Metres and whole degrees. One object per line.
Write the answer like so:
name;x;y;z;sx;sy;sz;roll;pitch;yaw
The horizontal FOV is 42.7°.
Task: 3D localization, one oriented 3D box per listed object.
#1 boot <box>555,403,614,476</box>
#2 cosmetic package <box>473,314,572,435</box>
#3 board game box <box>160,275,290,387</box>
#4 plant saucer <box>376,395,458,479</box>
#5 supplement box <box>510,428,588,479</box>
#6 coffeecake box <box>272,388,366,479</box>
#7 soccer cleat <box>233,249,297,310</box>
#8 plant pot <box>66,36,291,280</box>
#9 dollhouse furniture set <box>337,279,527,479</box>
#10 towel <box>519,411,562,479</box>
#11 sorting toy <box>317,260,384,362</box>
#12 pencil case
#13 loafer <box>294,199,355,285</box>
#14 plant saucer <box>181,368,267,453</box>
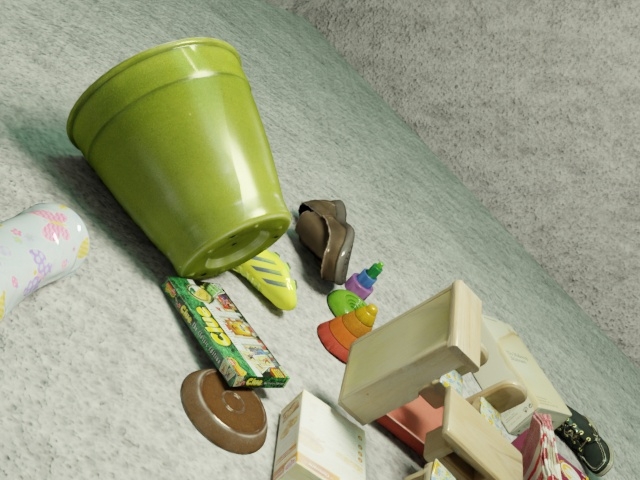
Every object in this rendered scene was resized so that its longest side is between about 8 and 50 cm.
boot;0.653;0.500;2.135;0.178;0.085;0.236;34;17;-12
cosmetic package;0.487;0.349;2.106;0.160;0.113;0.309;20;31;-41
board game box;-0.171;0.161;1.452;0.136;0.030;0.259;10;30;-49
plant saucer;0.211;0.364;1.713;0.259;0.048;0.258;38;22;-6
supplement box;0.513;0.531;1.851;0.188;0.081;0.104;40;22;-3
coffeecake box;0.001;0.358;1.353;0.142;0.068;0.185;37;22;-15
soccer cleat;-0.155;0.039;1.700;0.121;0.093;0.289;-25;69;-33
plant pot;-0.234;-0.129;1.558;0.366;0.366;0.353;-5;61;-61
dollhouse furniture set;0.265;0.301;1.461;0.394;0.256;0.362;44;32;-18
towel;0.383;0.499;1.517;0.037;0.237;0.329;17;23;2
sorting toy;0.097;0.137;1.845;0.127;0.126;0.365;39;23;-6
pencil case;-0.440;0.033;1.178;0.124;0.113;0.273;49;22;-7
loafer;0.000;0.000;1.975;0.130;0.134;0.366;8;19;-8
plant saucer;-0.148;0.269;1.330;0.168;0.029;0.168;34;23;-16
